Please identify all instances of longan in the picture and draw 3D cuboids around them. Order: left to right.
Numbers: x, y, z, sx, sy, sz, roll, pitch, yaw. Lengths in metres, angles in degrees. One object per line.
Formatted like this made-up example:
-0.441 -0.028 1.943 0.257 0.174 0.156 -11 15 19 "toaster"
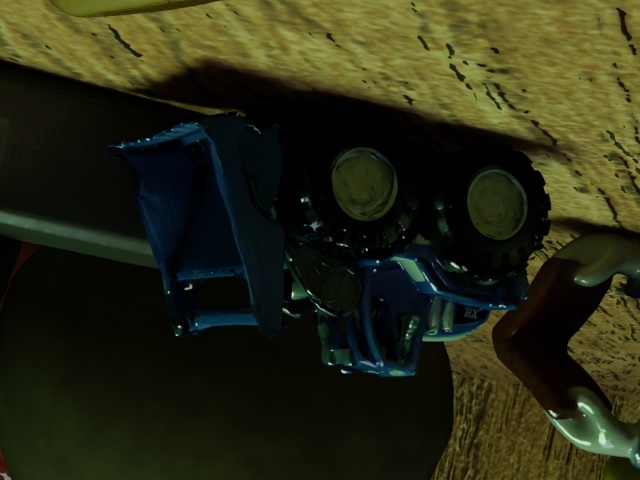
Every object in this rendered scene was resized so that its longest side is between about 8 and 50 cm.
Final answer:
-0.067 0.095 1.092 0.297 0.297 0.297 8 173 1 "longan"

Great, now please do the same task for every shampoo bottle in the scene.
-0.120 -0.034 0.908 0.246 0.080 0.079 14 172 -34 "shampoo bottle"

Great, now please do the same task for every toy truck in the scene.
0.000 0.000 0.859 0.208 0.126 0.113 12 172 -24 "toy truck"

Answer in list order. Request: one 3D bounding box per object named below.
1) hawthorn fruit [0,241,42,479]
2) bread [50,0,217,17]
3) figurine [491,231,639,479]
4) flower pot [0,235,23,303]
-0.313 0.119 1.556 0.316 0.316 0.316 8 173 1 "hawthorn fruit"
-0.035 -0.092 0.484 0.062 0.049 0.103 -12 -174 -41 "bread"
0.260 0.059 1.091 0.284 0.204 0.338 18 158 -19 "figurine"
-0.362 0.045 0.974 0.251 0.379 0.379 35 162 -23 "flower pot"
